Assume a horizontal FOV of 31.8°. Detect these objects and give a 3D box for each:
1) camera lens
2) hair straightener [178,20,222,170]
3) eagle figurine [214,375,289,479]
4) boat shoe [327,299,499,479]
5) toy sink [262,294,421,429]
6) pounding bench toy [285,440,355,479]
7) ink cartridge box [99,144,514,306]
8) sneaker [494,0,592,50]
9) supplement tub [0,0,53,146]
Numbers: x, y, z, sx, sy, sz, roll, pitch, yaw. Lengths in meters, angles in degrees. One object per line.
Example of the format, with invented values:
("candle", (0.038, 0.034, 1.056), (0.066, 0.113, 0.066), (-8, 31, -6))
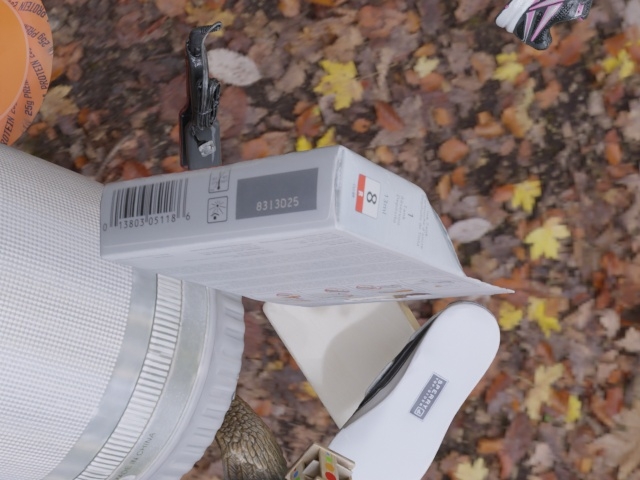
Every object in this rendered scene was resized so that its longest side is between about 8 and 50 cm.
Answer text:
("camera lens", (-0.215, 0.050, 0.729), (0.274, 0.219, 0.219), (23, 78, -41))
("hair straightener", (-0.118, -0.133, 1.199), (0.047, 0.230, 0.089), (-10, 51, -20))
("eagle figurine", (-0.158, 0.205, 1.506), (0.226, 0.298, 0.225), (21, 81, -52))
("boat shoe", (0.098, 0.195, 1.312), (0.108, 0.102, 0.301), (33, 92, -1))
("toy sink", (0.045, 0.122, 1.476), (0.153, 0.131, 0.234), (-31, 103, 7))
("pounding bench toy", (0.014, 0.253, 1.109), (0.083, 0.065, 0.052), (31, 112, -20))
("ink cartridge box", (0.000, 0.000, 0.581), (0.179, 0.145, 0.045), (15, 72, -54))
("sneaker", (0.286, -0.290, 1.275), (0.077, 0.178, 0.072), (44, 31, 1))
("supplement tub", (-0.375, -0.170, 0.890), (0.194, 0.316, 0.193), (-34, 134, -45))
